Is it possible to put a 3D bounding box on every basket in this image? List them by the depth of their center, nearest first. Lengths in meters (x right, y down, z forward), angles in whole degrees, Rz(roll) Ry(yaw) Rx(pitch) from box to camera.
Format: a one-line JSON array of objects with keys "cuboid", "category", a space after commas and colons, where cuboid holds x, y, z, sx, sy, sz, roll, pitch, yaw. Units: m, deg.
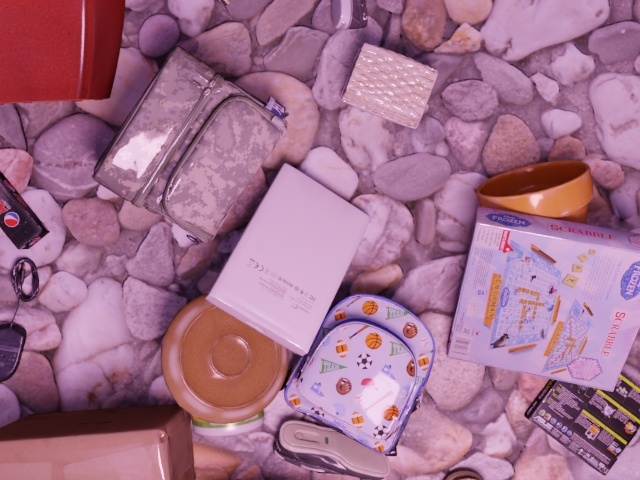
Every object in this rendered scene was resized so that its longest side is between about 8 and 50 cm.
[{"cuboid": [0.134, -0.299, 1.386, 0.167, 0.103, 0.113, 21, 90, -2], "category": "basket"}]

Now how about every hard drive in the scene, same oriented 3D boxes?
[{"cuboid": [-0.051, 0.029, 1.332, 0.203, 0.040, 0.308, 32, 61, -9], "category": "hard drive"}]

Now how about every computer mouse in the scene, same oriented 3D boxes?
[{"cuboid": [-0.598, 0.154, 1.407, 0.071, 0.041, 0.242, 15, 83, -10], "category": "computer mouse"}]

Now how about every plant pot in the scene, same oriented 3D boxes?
[{"cuboid": [-0.162, 0.204, 1.276, 0.236, 0.032, 0.237, 4, 79, -22], "category": "plant pot"}, {"cuboid": [-0.501, -0.369, 1.307, 0.267, 0.267, 0.236, -3, 101, -1], "category": "plant pot"}, {"cuboid": [0.415, -0.029, 1.356, 0.205, 0.205, 0.188, -17, 105, -1], "category": "plant pot"}]

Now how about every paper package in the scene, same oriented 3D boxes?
[{"cuboid": [-0.399, 0.398, 1.270, 0.324, 0.309, 0.168, -5, 86, -2], "category": "paper package"}]

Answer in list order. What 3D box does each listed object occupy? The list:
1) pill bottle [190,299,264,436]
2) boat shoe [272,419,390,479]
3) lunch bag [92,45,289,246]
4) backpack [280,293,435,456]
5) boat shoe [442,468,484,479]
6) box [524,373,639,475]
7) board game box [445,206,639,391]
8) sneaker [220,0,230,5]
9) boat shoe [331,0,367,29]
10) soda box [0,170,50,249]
[{"cuboid": [-0.184, 0.231, 1.361, 0.136, 0.136, 0.246, -5, 90, -1], "category": "pill bottle"}, {"cuboid": [0.022, 0.418, 1.407, 0.233, 0.084, 0.079, 18, 128, -8], "category": "boat shoe"}, {"cuboid": [-0.234, -0.174, 1.335, 0.256, 0.212, 0.305, 34, 90, -18], "category": "lunch bag"}, {"cuboid": [0.082, 0.231, 1.342, 0.276, 0.213, 0.264, 28, 79, 2], "category": "backpack"}, {"cuboid": [0.243, 0.605, 1.378, 0.122, 0.120, 0.324, 14, 89, -1], "category": "boat shoe"}, {"cuboid": [0.533, 0.332, 1.424, 0.190, 0.045, 0.184, 36, 87, 0], "category": "box"}, {"cuboid": [0.411, 0.110, 1.304, 0.317, 0.066, 0.319, 11, 126, 8], "category": "board game box"}, {"cuboid": [-0.215, -0.484, 1.419, 0.083, 0.032, 0.037, 39, 103, 4], "category": "sneaker"}, {"cuboid": [0.065, -0.523, 1.403, 0.076, 0.080, 0.229, 0, 87, -19], "category": "boat shoe"}, {"cuboid": [-0.605, -0.064, 1.394, 0.060, 0.053, 0.169, -38, 90, 0], "category": "soda box"}]
